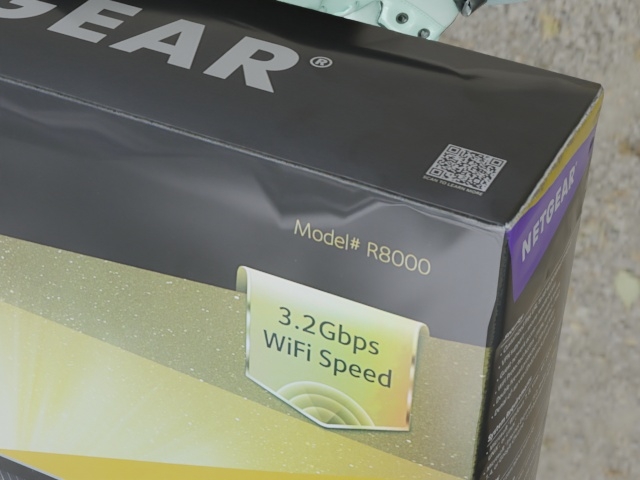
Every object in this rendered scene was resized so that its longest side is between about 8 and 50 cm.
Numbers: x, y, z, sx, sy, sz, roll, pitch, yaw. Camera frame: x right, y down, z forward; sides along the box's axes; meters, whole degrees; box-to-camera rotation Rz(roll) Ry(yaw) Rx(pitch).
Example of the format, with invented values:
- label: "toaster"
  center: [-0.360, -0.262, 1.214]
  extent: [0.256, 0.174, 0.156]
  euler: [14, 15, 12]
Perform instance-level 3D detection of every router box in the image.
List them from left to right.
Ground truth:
- label: "router box"
  center: [-0.082, 0.033, 0.476]
  extent: [0.308, 0.081, 0.243]
  euler: [17, 128, 20]

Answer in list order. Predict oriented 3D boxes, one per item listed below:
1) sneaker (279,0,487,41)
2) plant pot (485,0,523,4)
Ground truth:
- label: "sneaker"
  center: [-0.009, -0.129, 0.892]
  extent: [0.256, 0.094, 0.151]
  euler: [-42, 116, -1]
- label: "plant pot"
  center: [0.149, -0.303, 1.083]
  extent: [0.293, 0.293, 0.196]
  euler: [-24, 161, 35]
